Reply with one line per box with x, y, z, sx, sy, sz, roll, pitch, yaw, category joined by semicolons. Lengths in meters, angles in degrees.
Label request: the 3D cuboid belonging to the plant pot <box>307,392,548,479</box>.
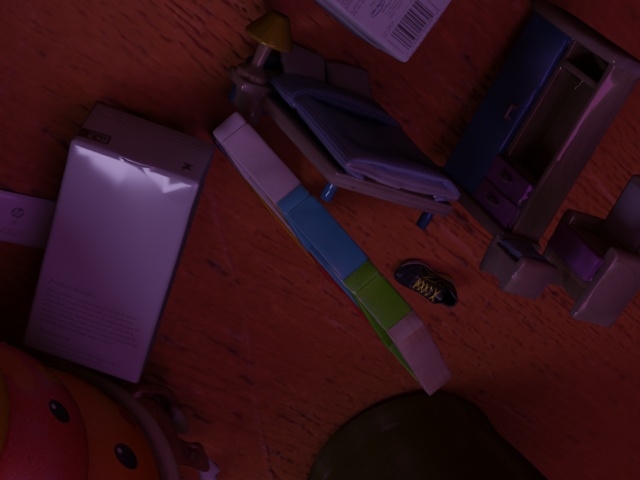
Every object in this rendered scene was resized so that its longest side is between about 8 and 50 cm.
0.144;0.368;1.463;0.367;0.353;0.366;-12;131;-14;plant pot

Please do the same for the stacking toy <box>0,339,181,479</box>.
-0.331;0.169;1.050;0.351;0.350;0.480;-24;146;-2;stacking toy

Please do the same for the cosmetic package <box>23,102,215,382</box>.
-0.182;0.005;1.191;0.117;0.085;0.231;20;120;-4;cosmetic package

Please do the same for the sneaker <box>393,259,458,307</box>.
0.115;0.046;1.401;0.083;0.035;0.031;17;119;-32;sneaker

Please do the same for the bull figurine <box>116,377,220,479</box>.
-0.261;0.254;1.378;0.310;0.101;0.188;-32;140;13;bull figurine

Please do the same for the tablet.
-0.278;-0.020;1.207;0.083;0.006;0.054;12;122;-30;tablet

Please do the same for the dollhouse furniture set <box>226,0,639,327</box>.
0.115;-0.109;1.114;0.303;0.286;0.198;15;113;-35;dollhouse furniture set

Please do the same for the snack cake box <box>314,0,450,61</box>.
0.077;-0.291;1.024;0.152;0.089;0.264;34;94;-41;snack cake box

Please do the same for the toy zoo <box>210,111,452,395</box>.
0.000;0.000;1.163;0.030;0.293;0.192;-40;157;-3;toy zoo
